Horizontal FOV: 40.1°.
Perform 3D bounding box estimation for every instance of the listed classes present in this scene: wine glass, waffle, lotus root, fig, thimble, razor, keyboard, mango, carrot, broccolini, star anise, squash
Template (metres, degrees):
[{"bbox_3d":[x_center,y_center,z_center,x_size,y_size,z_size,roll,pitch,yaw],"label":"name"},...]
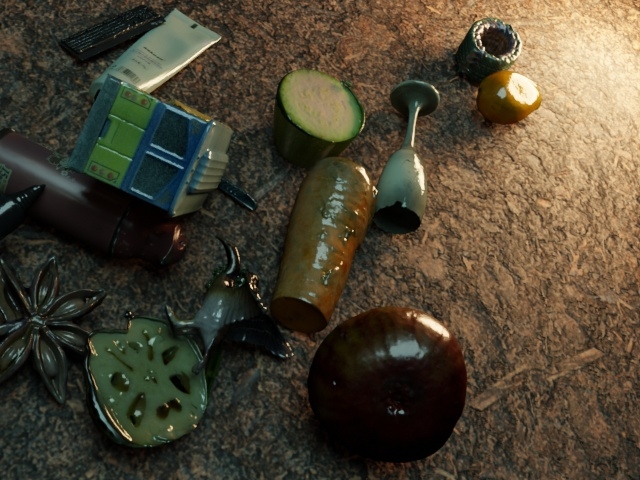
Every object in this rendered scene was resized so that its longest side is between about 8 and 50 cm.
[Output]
[{"bbox_3d":[0.242,-0.140,1.619,0.264,0.096,0.309,10,54,1],"label":"wine glass"},{"bbox_3d":[-0.238,-0.195,1.560,0.153,0.097,0.023,21,43,-46],"label":"waffle"},{"bbox_3d":[-0.258,0.207,1.241,0.183,0.078,0.203,14,52,-32],"label":"lotus root"},{"bbox_3d":[0.100,0.213,1.298,0.235,0.214,0.234,4,82,-26],"label":"fig"},{"bbox_3d":[0.355,-0.398,1.854,0.119,0.090,0.135,25,53,-1],"label":"thimble"},{"bbox_3d":[-0.186,-0.112,1.517,0.190,0.033,0.066,38,12,4],"label":"razor"},{"bbox_3d":[-0.385,-0.390,1.627,0.074,0.015,0.196,35,54,29],"label":"keyboard"},{"bbox_3d":[0.387,-0.298,1.799,0.165,0.089,0.115,-35,84,-37],"label":"mango"},{"bbox_3d":[0.000,0.000,1.442,0.139,0.138,0.301,24,58,-2],"label":"carrot"},{"bbox_3d":[-0.156,0.138,1.342,0.071,0.057,0.254,-9,48,22],"label":"broccolini"},{"bbox_3d":[-0.389,0.127,1.244,0.197,0.073,0.212,20,62,-15],"label":"star anise"},{"bbox_3d":[-0.011,-0.215,1.584,0.170,0.123,0.170,9,54,-13],"label":"squash"}]

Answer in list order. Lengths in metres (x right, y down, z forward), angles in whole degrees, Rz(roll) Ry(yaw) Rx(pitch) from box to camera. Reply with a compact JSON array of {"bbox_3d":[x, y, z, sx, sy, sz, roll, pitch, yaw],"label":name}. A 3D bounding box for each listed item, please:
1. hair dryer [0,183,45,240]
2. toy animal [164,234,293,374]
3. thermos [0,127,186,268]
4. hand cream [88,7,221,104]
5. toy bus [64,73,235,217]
[{"bbox_3d":[-0.541,0.014,1.231,0.189,0.107,0.352,42,63,9],"label":"hair dryer"},{"bbox_3d":[-0.145,0.087,1.265,0.160,0.272,0.197,-26,72,-15],"label":"toy animal"},{"bbox_3d":[-0.361,-0.051,1.375,0.330,0.136,0.109,27,81,0],"label":"thermos"},{"bbox_3d":[-0.307,-0.333,1.608,0.109,0.067,0.320,31,48,4],"label":"hand cream"},{"bbox_3d":[-0.246,-0.139,1.332,0.190,0.312,0.152,24,93,-2],"label":"toy bus"}]
